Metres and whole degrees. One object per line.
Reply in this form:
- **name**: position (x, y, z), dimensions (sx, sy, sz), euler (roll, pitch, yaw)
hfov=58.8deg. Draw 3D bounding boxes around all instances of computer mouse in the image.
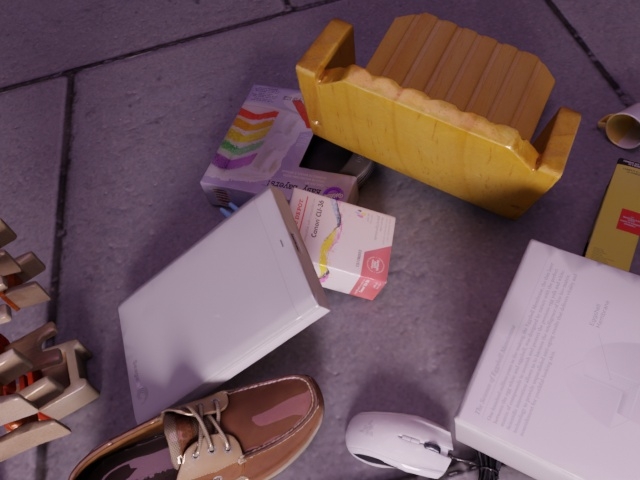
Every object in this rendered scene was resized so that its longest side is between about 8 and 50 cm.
- **computer mouse**: position (0.122, 0.251, 0.688), dimensions (0.193, 0.042, 0.106), euler (7, 59, 15)

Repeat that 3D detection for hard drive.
- **hard drive**: position (-0.146, 0.089, 0.768), dimensions (0.307, 0.040, 0.203), euler (-36, 54, 17)

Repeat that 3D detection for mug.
- **mug**: position (0.496, -0.193, 0.908), dimensions (0.064, 0.062, 0.078), euler (-35, 64, -23)

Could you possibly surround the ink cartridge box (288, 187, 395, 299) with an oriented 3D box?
- **ink cartridge box**: position (0.000, 0.000, 0.824), dimensions (0.198, 0.067, 0.115), euler (15, 59, -6)

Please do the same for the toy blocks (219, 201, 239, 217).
- **toy blocks**: position (-0.129, 0.010, 0.888), dimensions (0.123, 0.054, 0.148), euler (-42, 59, -18)

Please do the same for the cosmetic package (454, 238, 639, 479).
- **cosmetic package**: position (0.291, 0.153, 0.611), dimensions (0.225, 0.138, 0.224), euler (22, 70, 22)

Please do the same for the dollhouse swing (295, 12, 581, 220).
- **dollhouse swing**: position (0.200, -0.247, 0.829), dimensions (0.347, 0.315, 0.305), euler (26, 82, 10)

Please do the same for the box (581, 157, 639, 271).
- **box**: position (0.399, 0.001, 0.779), dimensions (0.058, 0.087, 0.232), euler (21, 62, 22)

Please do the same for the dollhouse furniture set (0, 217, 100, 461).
- **dollhouse furniture set**: position (-0.401, 0.152, 0.719), dimensions (0.135, 0.259, 0.262), euler (-23, 55, -9)

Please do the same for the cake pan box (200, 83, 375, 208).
- **cake pan box**: position (-0.035, -0.149, 0.970), dimensions (0.267, 0.070, 0.245), euler (13, 62, 17)

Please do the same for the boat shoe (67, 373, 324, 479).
- **boat shoe**: position (-0.146, 0.253, 0.691), dimensions (0.324, 0.116, 0.123), euler (-26, 56, -7)
